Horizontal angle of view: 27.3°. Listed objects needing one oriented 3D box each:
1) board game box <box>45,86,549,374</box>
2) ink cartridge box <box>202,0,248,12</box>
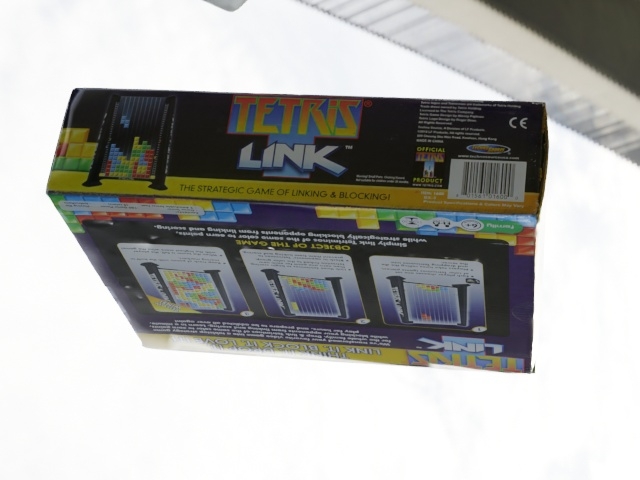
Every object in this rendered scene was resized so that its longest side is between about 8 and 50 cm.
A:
[{"bbox_3d":[0.000,0.000,0.504,0.141,0.170,0.048,75,-159,-63],"label":"board game box"},{"bbox_3d":[-0.047,-0.285,0.796,0.197,0.273,0.114,17,-131,-41],"label":"ink cartridge box"}]
